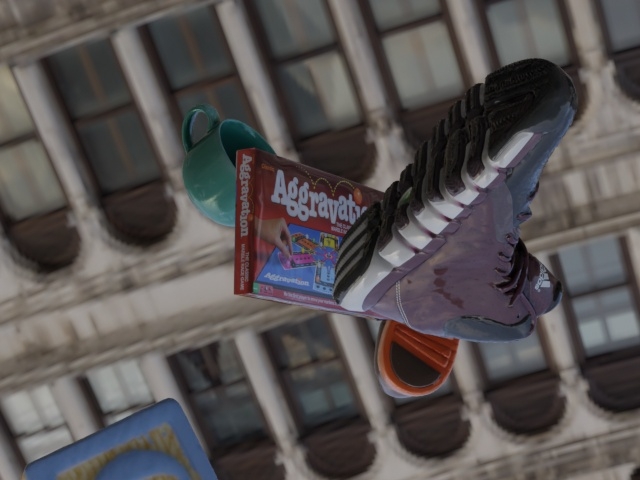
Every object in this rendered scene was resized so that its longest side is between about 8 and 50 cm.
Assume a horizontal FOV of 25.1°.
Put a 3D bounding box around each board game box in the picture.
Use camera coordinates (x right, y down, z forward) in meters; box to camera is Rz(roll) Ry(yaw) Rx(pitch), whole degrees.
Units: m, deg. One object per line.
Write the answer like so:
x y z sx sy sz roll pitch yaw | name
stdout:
0.000 0.000 1.510 0.027 0.145 0.281 -6 169 31 | board game box

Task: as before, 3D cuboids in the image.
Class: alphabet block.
-0.217 0.312 1.614 0.192 0.193 0.197 -23 171 -21 | alphabet block

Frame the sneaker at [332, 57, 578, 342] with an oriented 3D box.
0.143 -0.014 1.099 0.281 0.163 0.106 -45 -156 43 | sneaker

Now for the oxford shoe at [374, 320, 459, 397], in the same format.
0.152 0.041 1.955 0.363 0.130 0.133 -65 -173 -16 | oxford shoe

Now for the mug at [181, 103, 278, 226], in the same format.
-0.126 -0.094 1.935 0.097 0.129 0.157 -39 -128 26 | mug
